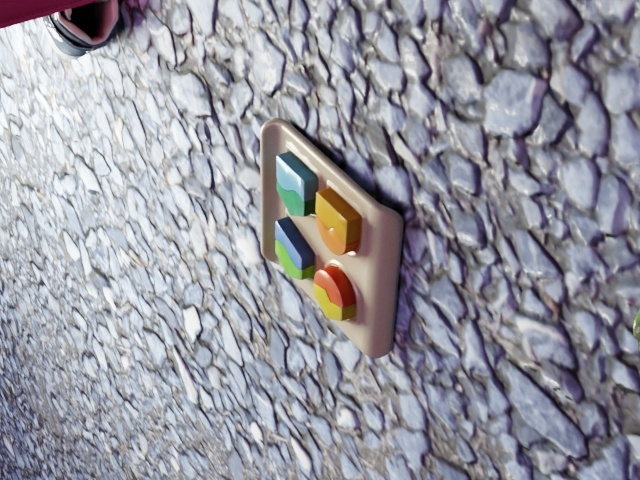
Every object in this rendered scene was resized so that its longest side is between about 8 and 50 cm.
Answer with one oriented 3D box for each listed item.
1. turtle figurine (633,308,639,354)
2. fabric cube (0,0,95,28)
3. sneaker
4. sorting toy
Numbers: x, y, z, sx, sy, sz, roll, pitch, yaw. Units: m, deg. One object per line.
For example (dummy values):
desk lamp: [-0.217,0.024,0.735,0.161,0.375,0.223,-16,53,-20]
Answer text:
turtle figurine: [0.303,0.088,0.605,0.266,0.198,0.274,-5,103,63]
fabric cube: [-0.284,-0.407,1.143,0.259,0.254,0.258,52,150,22]
sneaker: [-0.321,-0.331,1.411,0.226,0.086,0.163,64,163,-16]
sorting toy: [0.000,0.000,1.194,0.208,0.038,0.193,40,142,38]
